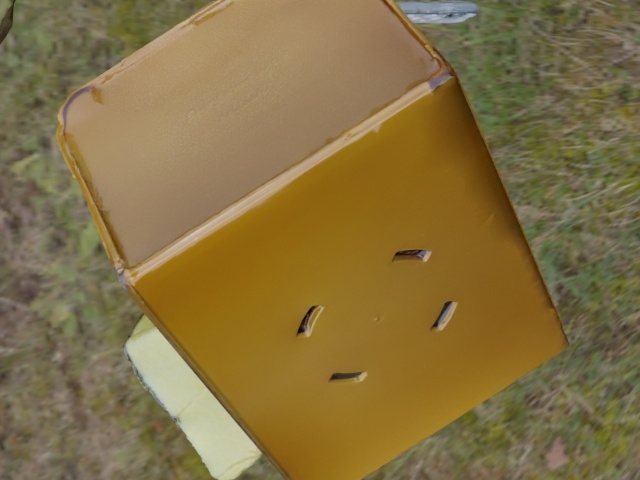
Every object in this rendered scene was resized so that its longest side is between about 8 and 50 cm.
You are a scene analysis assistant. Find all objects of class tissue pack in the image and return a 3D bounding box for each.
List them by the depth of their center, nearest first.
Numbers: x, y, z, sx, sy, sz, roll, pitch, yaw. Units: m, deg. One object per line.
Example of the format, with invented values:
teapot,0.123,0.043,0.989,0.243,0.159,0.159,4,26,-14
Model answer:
tissue pack,0.000,0.000,0.873,0.194,0.274,0.145,-33,51,-2

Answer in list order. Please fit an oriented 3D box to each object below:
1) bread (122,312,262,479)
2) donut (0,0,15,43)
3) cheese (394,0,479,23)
bread,-0.007,0.067,1.271,0.264,0.168,0.163,-25,107,28
donut,-0.245,-0.025,0.506,0.259,0.136,0.345,8,71,13
cheese,0.033,-0.221,1.464,0.248,0.163,0.071,-4,87,-1
